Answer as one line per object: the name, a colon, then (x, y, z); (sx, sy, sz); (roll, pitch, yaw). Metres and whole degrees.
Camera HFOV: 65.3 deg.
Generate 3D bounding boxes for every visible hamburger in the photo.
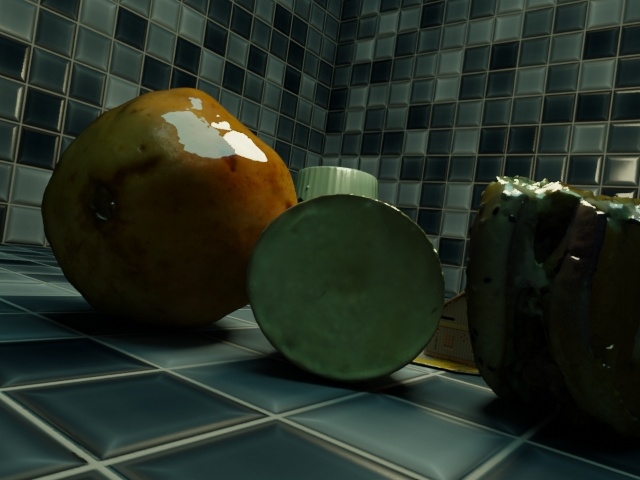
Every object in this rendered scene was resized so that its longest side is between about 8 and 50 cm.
hamburger: (0.305, 0.070, 0.585); (0.318, 0.277, 0.195); (10, 2, -43)

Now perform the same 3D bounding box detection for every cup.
cup: (-0.007, -0.004, 1.552); (0.400, 0.392, 0.310); (2, -9, 22)

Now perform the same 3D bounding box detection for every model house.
model house: (0.231, 0.133, 0.829); (0.207, 0.136, 0.219); (9, 0, 30)

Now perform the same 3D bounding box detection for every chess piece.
chess piece: (0.043, 0.076, 0.786); (0.234, 0.234, 0.442); (8, -6, 5)

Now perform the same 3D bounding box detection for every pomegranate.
pomegranate: (-0.224, -0.040, 0.819); (0.410, 0.410, 0.410); (8, -1, 0)
